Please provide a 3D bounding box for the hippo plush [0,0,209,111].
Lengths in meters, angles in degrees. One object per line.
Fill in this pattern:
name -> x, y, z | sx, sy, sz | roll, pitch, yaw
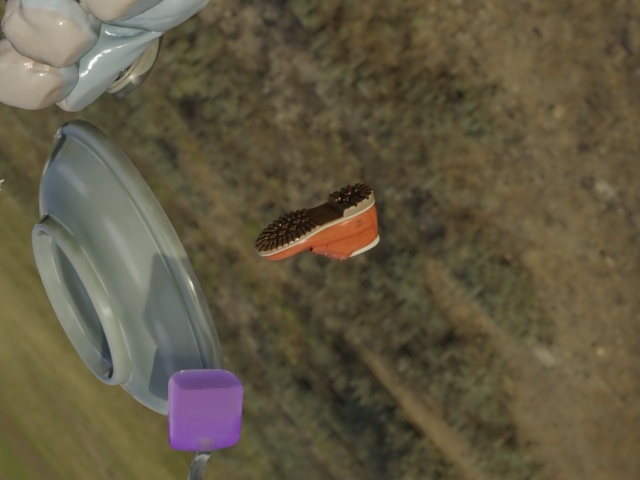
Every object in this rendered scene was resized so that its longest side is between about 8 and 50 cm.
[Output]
hippo plush -> -0.218, -0.281, 1.468 | 0.236, 0.294, 0.234 | 54, 180, 6

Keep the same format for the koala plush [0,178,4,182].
koala plush -> -0.358, 0.009, 1.272 | 0.196, 0.221, 0.203 | -44, 81, 30

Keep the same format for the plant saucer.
plant saucer -> -0.250, 0.057, 1.974 | 0.400, 0.100, 0.400 | 48, 154, 33

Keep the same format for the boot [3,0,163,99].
boot -> -0.252, -0.288, 1.842 | 0.085, 0.236, 0.178 | -30, 127, 33

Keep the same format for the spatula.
spatula -> -0.138, 0.269, 1.861 | 0.030, 0.084, 0.296 | -115, 28, -53

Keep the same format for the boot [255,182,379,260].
boot -> 0.000, 0.000, 2.014 | 0.059, 0.158, 0.085 | -126, 17, -53
